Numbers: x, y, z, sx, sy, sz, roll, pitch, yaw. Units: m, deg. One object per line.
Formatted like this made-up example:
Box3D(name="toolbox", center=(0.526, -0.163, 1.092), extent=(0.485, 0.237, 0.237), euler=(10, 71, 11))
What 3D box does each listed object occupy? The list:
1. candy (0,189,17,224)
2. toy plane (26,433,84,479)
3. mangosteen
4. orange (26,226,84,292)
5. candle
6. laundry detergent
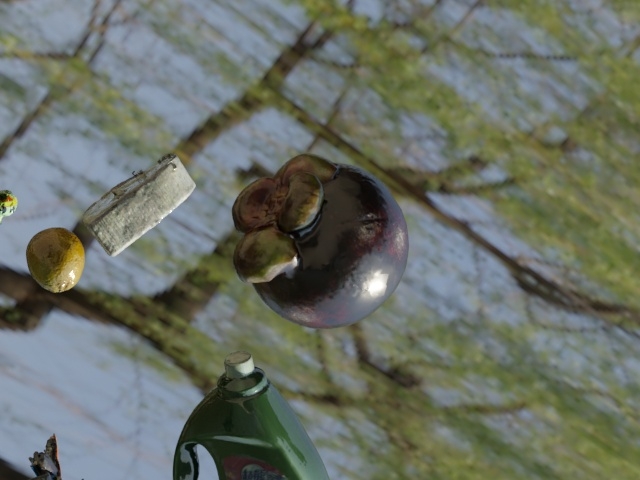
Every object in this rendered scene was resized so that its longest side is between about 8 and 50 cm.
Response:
Box3D(name="candy", center=(-0.310, -0.012, 1.613), extent=(0.023, 0.025, 0.083), euler=(54, -46, 46))
Box3D(name="toy plane", center=(-0.238, 0.222, 1.446), extent=(0.135, 0.062, 0.188), euler=(-19, -138, 7))
Box3D(name="mangosteen", center=(0.000, 0.000, 1.890), extent=(0.210, 0.210, 0.209), euler=(-29, -136, 32))
Box3D(name="orange", center=(-0.379, 0.028, 2.404), extent=(0.085, 0.085, 0.095), euler=(-23, -115, 37))
Box3D(name="candle", center=(-0.280, -0.046, 2.458), extent=(0.192, 0.068, 0.168), euler=(-26, -163, 41))
Box3D(name="laundry detergent", center=(-0.060, 0.185, 1.362), extent=(0.137, 0.210, 0.063), euler=(2, -151, 24))
